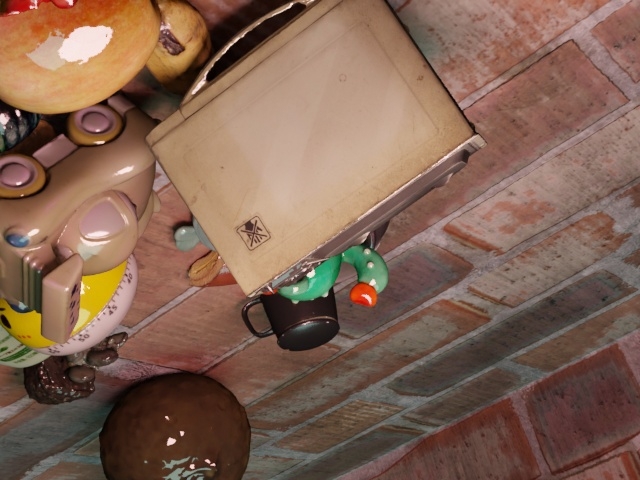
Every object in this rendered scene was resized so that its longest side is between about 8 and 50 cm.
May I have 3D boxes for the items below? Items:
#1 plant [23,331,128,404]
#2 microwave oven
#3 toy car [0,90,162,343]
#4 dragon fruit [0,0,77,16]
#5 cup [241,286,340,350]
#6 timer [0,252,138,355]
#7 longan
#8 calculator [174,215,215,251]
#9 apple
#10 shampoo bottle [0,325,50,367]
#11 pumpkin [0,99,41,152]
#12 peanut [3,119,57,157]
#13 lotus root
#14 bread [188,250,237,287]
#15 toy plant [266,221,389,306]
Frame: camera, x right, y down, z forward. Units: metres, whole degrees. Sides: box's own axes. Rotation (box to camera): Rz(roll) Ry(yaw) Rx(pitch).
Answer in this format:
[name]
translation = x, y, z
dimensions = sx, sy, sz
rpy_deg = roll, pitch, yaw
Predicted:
[plant]
translation = -0.541, 0.270, 2.008
dimensions = 0.275, 0.146, 0.149
rpy_deg = -34, 158, 29
[microwave oven]
translation = -0.002, -0.154, 1.335
dimensions = 0.394, 0.333, 0.247
rpy_deg = -35, 176, 13
[toy car]
translation = -0.359, -0.038, 1.390
dimensions = 0.336, 0.226, 0.242
rpy_deg = -42, 164, -37
[dragon fruit]
translation = -0.357, -0.379, 0.857
dimensions = 0.228, 0.329, 0.286
rpy_deg = -10, 151, 1
[cup]
translation = -0.067, 0.164, 2.051
dimensions = 0.223, 0.176, 0.169
rpy_deg = -22, 153, 7
[timer]
translation = -0.484, 0.043, 1.572
dimensions = 0.285, 0.285, 0.285
rpy_deg = -13, 150, -8
[longan]
translation = -0.371, 0.533, 2.312
dimensions = 0.391, 0.391, 0.391
rpy_deg = -13, 150, -8
[calculator]
translation = -0.153, -0.049, 1.785
dimensions = 0.295, 0.042, 0.184
rpy_deg = -19, 150, -2
[apple]
translation = -0.324, -0.287, 1.084
dimensions = 0.234, 0.256, 0.257
rpy_deg = -25, 149, 9
[shampoo bottle]
translation = -0.655, 0.127, 1.711
dimensions = 0.222, 0.151, 0.349
rpy_deg = -24, 149, 16
[pumpkin]
translation = -0.478, -0.190, 1.223
dimensions = 0.202, 0.202, 0.140
rpy_deg = -12, 132, -8
[peanut]
translation = -0.469, -0.125, 1.453
dimensions = 0.089, 0.089, 0.192
rpy_deg = -4, 148, -22
[lotus root]
translation = -0.215, -0.288, 1.302
dimensions = 0.110, 0.097, 0.258
rpy_deg = 7, 162, 9
[bread]
translation = -0.185, 0.054, 1.911
dimensions = 0.193, 0.067, 0.119
rpy_deg = -9, 149, -15
[toy plant]
translation = 0.012, 0.006, 1.631
dimensions = 0.400, 0.280, 0.185
rpy_deg = -42, 158, -61
